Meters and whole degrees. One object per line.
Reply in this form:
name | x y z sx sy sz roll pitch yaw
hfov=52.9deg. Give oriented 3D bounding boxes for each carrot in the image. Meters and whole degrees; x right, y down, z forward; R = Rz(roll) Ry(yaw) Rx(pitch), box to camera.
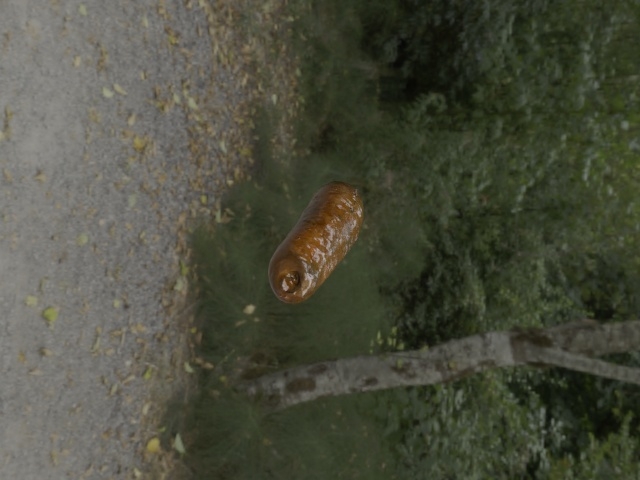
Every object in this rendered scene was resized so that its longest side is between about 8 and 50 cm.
carrot | 0.000 0.000 0.584 0.186 0.060 0.060 -60 147 -57
